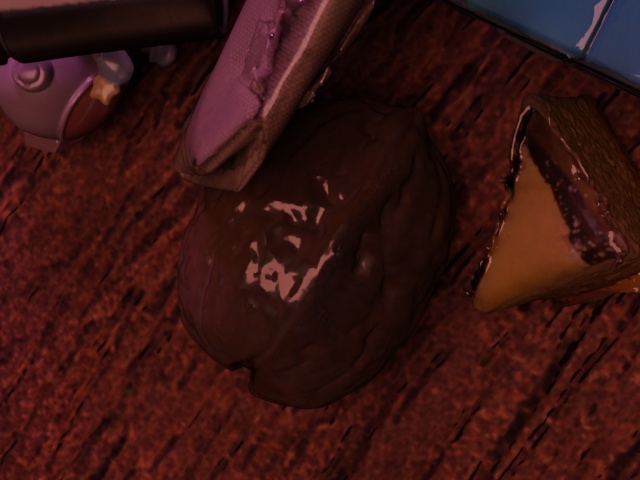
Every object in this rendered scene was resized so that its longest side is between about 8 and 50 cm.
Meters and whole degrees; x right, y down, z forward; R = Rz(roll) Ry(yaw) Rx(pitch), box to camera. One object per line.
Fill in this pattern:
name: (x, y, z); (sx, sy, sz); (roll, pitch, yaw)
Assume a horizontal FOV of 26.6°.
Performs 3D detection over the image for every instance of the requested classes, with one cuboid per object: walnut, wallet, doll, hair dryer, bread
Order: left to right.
hair dryer: (-0.173, -0.244, 0.882); (0.196, 0.078, 0.248); (-6, 98, 5)
doll: (-0.156, -0.196, 0.996); (0.151, 0.151, 0.287); (35, 104, 13)
wallet: (-0.002, -0.171, 0.871); (0.068, 0.275, 0.335); (29, 98, -9)
walnut: (0.000, 0.000, 0.945); (0.178, 0.178, 0.230); (36, 90, 13)
bread: (0.163, -0.024, 0.906); (0.127, 0.147, 0.152); (-18, 80, 29)

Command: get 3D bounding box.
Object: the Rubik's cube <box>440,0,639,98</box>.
Rubik's cube: (0.201, -0.206, 0.845); (0.265, 0.224, 0.213); (30, 100, 20)
